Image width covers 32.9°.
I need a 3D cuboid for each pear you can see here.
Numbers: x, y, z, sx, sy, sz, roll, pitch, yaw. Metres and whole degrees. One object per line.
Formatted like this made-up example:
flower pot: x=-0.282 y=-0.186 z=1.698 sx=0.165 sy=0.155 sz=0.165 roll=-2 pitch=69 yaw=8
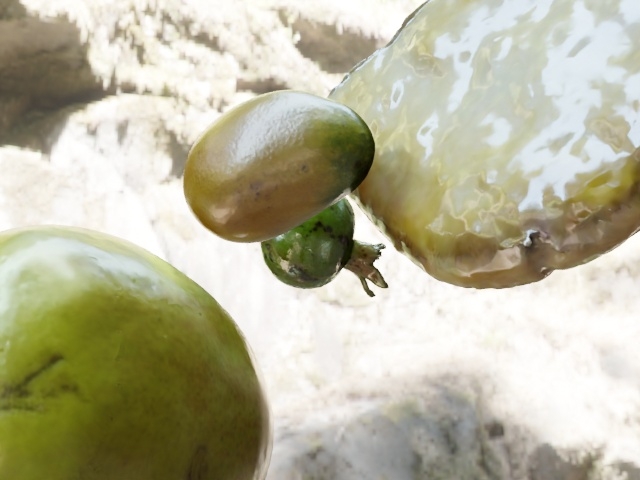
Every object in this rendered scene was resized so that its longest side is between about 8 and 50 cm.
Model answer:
pear: x=-0.119 y=0.094 z=0.504 sx=0.200 sy=0.200 sz=0.200 roll=-2 pitch=-31 yaw=-1

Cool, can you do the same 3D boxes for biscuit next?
biscuit: x=0.218 y=-0.153 z=1.110 sx=0.429 sy=0.446 sz=0.104 roll=-46 pitch=-49 yaw=6

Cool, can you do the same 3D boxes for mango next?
mango: x=-0.046 y=-0.083 z=1.135 sx=0.221 sy=0.151 sz=0.120 roll=-26 pitch=-29 yaw=24

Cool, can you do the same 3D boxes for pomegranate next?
pomegranate: x=0.002 y=0.006 z=1.572 sx=0.156 sy=0.156 sz=0.220 roll=-25 pitch=-44 yaw=33
